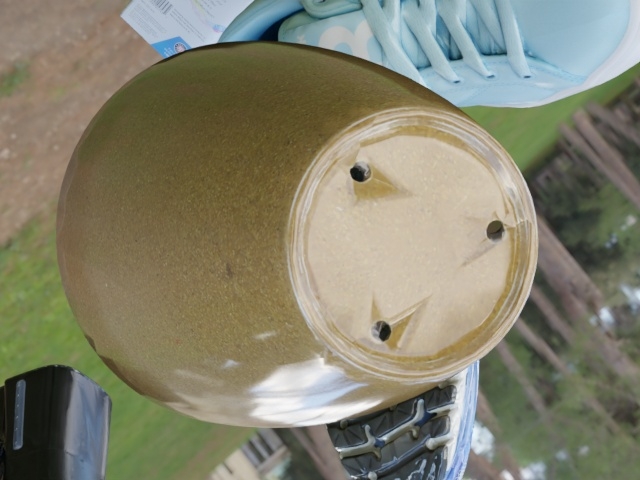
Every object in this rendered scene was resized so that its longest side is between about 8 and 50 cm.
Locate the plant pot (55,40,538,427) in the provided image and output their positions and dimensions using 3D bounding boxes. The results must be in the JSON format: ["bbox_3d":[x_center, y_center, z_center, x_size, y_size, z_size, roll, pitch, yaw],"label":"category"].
[{"bbox_3d":[0.000,0.000,0.623,0.237,0.237,0.254,-39,-166,-15],"label":"plant pot"}]

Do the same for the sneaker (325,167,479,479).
[{"bbox_3d":[0.091,0.049,0.894,0.130,0.147,0.330,-21,-132,35],"label":"sneaker"}]

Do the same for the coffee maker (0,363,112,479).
[{"bbox_3d":[-0.245,0.219,1.141,0.171,0.178,0.120,-4,143,-1],"label":"coffee maker"}]

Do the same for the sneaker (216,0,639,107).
[{"bbox_3d":[0.059,-0.130,0.804,0.150,0.135,0.366,-31,-164,-32],"label":"sneaker"}]

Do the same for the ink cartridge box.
[{"bbox_3d":[-0.119,-0.235,1.164,0.122,0.088,0.052,-45,-177,16],"label":"ink cartridge box"}]
